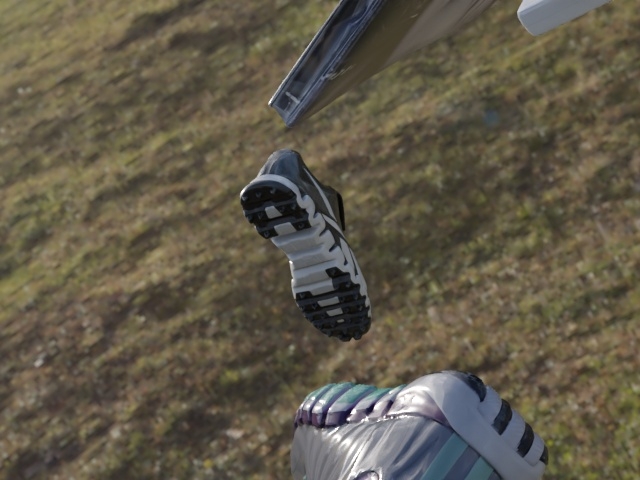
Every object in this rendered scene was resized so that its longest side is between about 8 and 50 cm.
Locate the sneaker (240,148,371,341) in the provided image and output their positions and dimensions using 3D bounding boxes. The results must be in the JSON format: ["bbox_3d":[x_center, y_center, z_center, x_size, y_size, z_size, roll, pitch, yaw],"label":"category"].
[{"bbox_3d":[0.000,0.000,1.206,0.078,0.234,0.106,-13,37,25],"label":"sneaker"}]

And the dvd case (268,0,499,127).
[{"bbox_3d":[0.079,-0.138,0.481,0.164,0.018,0.221,-51,-7,38],"label":"dvd case"}]

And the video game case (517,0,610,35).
[{"bbox_3d":[0.205,-0.200,0.622,0.190,0.022,0.173,-20,32,47],"label":"video game case"}]

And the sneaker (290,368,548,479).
[{"bbox_3d":[0.013,0.123,0.554,0.098,0.083,0.223,-48,2,-25],"label":"sneaker"}]
